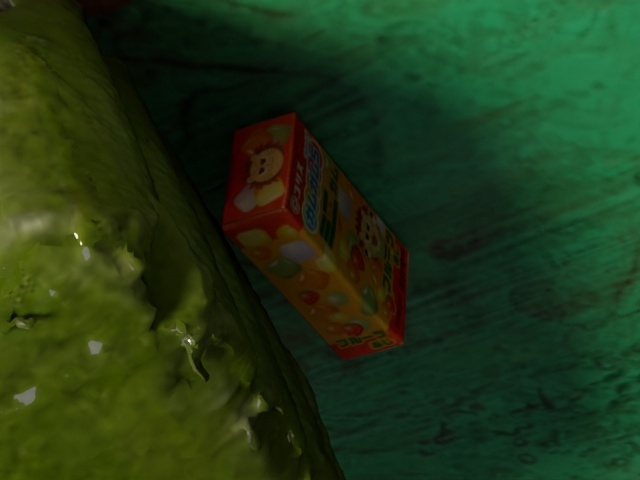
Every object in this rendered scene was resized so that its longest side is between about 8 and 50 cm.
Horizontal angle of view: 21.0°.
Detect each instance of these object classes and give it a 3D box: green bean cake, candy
[{"bbox_3d":[-0.178,0.086,0.766,0.319,0.218,0.335,-28,133,1],"label":"green bean cake"},{"bbox_3d":[0.000,0.000,0.835,0.038,0.062,0.122,-16,137,25],"label":"candy"}]
